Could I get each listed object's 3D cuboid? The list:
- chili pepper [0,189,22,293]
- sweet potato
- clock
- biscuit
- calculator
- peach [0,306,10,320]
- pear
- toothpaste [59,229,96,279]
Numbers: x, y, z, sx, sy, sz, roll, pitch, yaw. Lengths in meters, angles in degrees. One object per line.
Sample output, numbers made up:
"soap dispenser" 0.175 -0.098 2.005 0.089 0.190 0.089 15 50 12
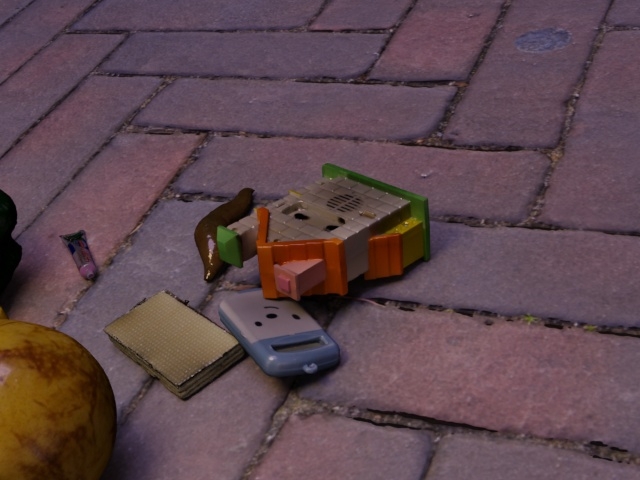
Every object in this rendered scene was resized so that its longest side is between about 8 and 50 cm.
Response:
"chili pepper" -0.608 0.019 1.654 0.249 0.233 0.257 3 15 16
"sweet potato" -0.167 -0.026 1.737 0.069 0.059 0.249 15 36 4
"clock" 0.000 0.000 1.570 0.255 0.106 0.220 -29 37 -35
"biscuit" -0.215 0.147 1.521 0.121 0.040 0.199 -36 43 -25
"calculator" -0.059 0.130 1.472 0.121 0.039 0.210 -8 31 -28
"peach" -0.513 0.159 1.532 0.151 0.151 0.118 -29 67 -22
"pear" -0.393 0.233 1.280 0.281 0.280 0.280 -9 35 6
"toothpaste" -0.407 0.023 1.769 0.045 0.028 0.170 -17 31 -17
